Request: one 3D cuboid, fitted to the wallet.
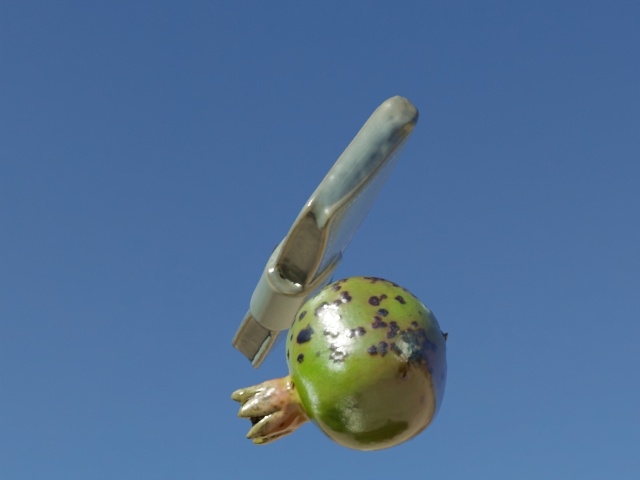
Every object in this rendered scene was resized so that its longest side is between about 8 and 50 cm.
[{"bbox_3d":[0.000,0.000,1.658,0.083,0.252,0.360,32,-38,3],"label":"wallet"}]

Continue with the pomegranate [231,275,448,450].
[{"bbox_3d":[0.021,0.121,1.219,0.205,0.159,0.159,-26,-37,0],"label":"pomegranate"}]
